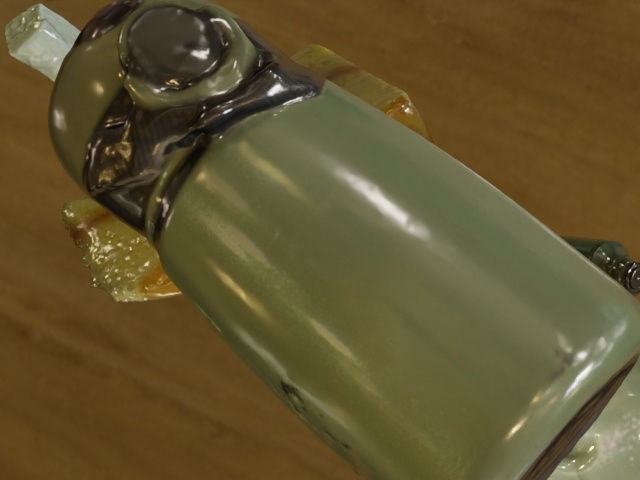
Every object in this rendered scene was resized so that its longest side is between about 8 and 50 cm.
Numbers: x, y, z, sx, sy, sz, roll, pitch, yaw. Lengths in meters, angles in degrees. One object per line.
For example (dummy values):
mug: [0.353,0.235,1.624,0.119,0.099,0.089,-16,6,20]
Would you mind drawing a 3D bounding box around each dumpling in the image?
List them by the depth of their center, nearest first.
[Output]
dumpling: [0.260,0.221,1.401,0.270,0.212,0.320,-35,113,27]

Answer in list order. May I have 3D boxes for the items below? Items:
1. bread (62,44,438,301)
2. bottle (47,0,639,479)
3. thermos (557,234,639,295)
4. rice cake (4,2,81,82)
bread: [-0.060,-0.010,1.449,0.362,0.233,0.245,-33,122,-11]
bottle: [0.000,-0.001,0.771,0.347,0.168,0.168,40,121,15]
thermos: [0.257,0.032,1.457,0.083,0.073,0.188,34,165,-36]
rice cake: [-0.160,-0.106,1.156,0.045,0.042,0.245,-32,134,16]
